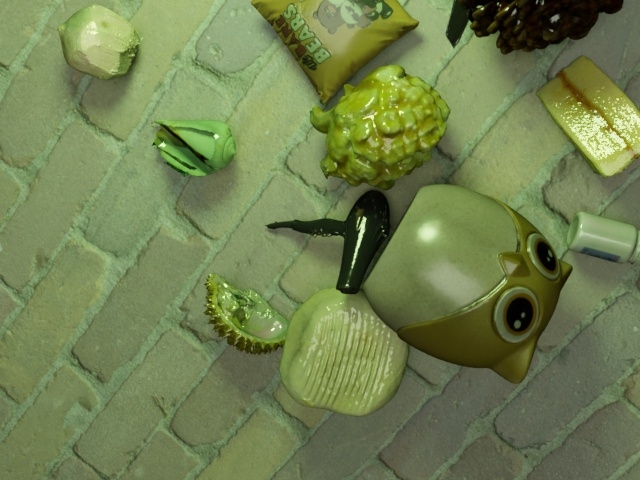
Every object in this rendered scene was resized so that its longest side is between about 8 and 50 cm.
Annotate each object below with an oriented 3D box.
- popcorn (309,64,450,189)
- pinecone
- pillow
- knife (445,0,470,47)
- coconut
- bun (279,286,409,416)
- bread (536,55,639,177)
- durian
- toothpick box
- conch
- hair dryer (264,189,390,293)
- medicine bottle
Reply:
[{"bbox_3d":[0.146,-0.257,1.725,0.335,0.279,0.274,-40,114,2],"label":"popcorn"},{"bbox_3d":[0.491,-0.612,1.544,0.398,0.398,0.397,2,103,8],"label":"pinecone"},{"bbox_3d":[0.036,-0.552,1.746,0.312,0.119,0.310,-36,99,13],"label":"pillow"},{"bbox_3d":[0.352,-0.589,1.743,0.060,0.028,0.230,10,106,-7],"label":"knife"},{"bbox_3d":[-0.576,-0.507,1.819,0.195,0.194,0.194,2,103,8],"label":"coconut"},{"bbox_3d":[0.058,0.297,1.895,0.361,0.213,0.360,-1,100,-8],"label":"bun"},{"bbox_3d":[0.656,-0.296,1.691,0.168,0.163,0.264,-41,94,16],"label":"bread"},{"bbox_3d":[-0.214,0.211,1.948,0.306,0.172,0.166,37,81,7],"label":"durian"},{"bbox_3d":[0.353,0.094,1.695,0.425,0.409,0.408,30,105,3],"label":"toothpick box"},{"bbox_3d":[-0.338,-0.243,1.862,0.251,0.137,0.143,1,104,8],"label":"conch"},{"bbox_3d":[0.000,0.000,1.850,0.360,0.303,0.120,3,147,29],"label":"hair dryer"},{"bbox_3d":[0.723,-0.002,1.779,0.187,0.103,0.102,15,105,4],"label":"medicine bottle"}]
